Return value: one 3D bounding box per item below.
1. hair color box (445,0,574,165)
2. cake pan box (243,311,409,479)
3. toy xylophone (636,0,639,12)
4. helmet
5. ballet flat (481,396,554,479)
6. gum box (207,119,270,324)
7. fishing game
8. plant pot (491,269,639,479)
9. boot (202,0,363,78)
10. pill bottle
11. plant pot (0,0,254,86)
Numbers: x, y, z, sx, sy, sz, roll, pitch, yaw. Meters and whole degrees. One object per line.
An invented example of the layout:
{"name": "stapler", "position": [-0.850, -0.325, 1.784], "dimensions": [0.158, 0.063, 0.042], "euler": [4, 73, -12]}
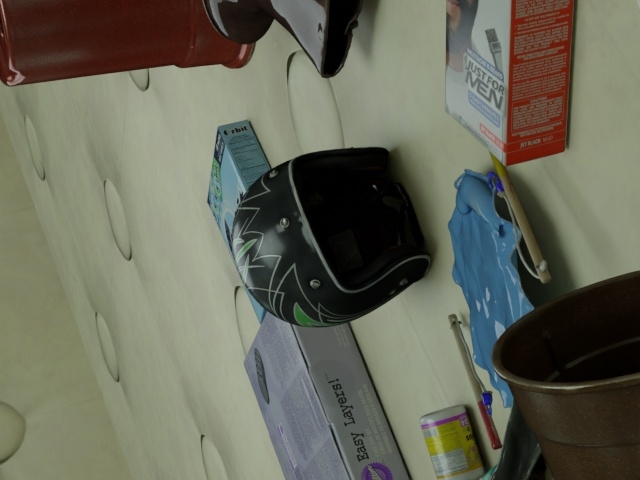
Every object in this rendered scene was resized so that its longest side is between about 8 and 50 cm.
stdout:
{"name": "hair color box", "position": [0.127, -0.147, 1.011], "dimensions": [0.093, 0.053, 0.167], "euler": [-129, 31, -52]}
{"name": "cake pan box", "position": [0.002, 0.203, 1.628], "dimensions": [0.246, 0.070, 0.267], "euler": [111, 140, -64]}
{"name": "toy xylophone", "position": [0.238, -0.099, 0.683], "dimensions": [0.236, 0.081, 0.322], "euler": [160, 94, -71]}
{"name": "helmet", "position": [0.000, 0.000, 1.320], "dimensions": [0.169, 0.161, 0.169], "euler": [165, 90, -71]}
{"name": "ballet flat", "position": [0.171, 0.168, 1.082], "dimensions": [0.096, 0.095, 0.280], "euler": [47, 149, 32]}
{"name": "gum box", "position": [-0.078, -0.020, 1.718], "dimensions": [0.157, 0.041, 0.184], "euler": [105, 146, -57]}
{"name": "fishing game", "position": [0.138, 0.035, 1.143], "dimensions": [0.264, 0.041, 0.189], "euler": [91, 165, -51]}
{"name": "plant pot", "position": [0.202, 0.120, 0.862], "dimensions": [0.167, 0.167, 0.165], "euler": [17, 128, 68]}
{"name": "boot", "position": [-0.038, -0.221, 1.366], "dimensions": [0.248, 0.090, 0.207], "euler": [106, 147, -51]}
{"name": "pill bottle", "position": [0.119, 0.191, 1.314], "dimensions": [0.043, 0.043, 0.083], "euler": [152, 102, -71]}
{"name": "plant pot", "position": [-0.242, -0.295, 1.621], "dimensions": [0.272, 0.265, 0.272], "euler": [165, 90, -71]}
